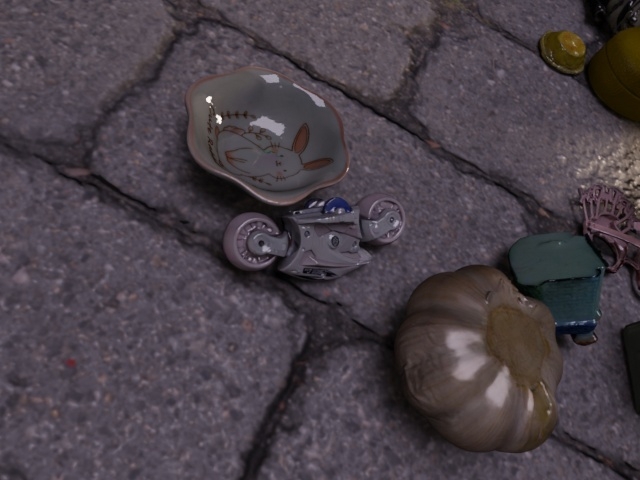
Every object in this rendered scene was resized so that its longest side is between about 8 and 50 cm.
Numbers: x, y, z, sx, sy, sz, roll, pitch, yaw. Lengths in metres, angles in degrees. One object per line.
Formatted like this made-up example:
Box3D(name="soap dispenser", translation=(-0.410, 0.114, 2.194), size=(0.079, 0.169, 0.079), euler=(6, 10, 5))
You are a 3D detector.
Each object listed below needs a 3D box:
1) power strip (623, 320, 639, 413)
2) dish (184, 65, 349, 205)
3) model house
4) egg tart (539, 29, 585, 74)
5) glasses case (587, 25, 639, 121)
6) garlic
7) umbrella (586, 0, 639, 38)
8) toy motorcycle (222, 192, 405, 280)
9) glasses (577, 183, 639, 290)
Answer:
Box3D(name="power strip", translation=(0.585, 0.180, 0.791), size=(0.224, 0.140, 0.139), euler=(5, 66, -7))
Box3D(name="dish", translation=(-0.077, -0.124, 0.731), size=(0.229, 0.081, 0.230), euler=(11, 55, -15))
Box3D(name="model house", translation=(0.336, 0.082, 0.783), size=(0.119, 0.148, 0.149), euler=(-11, 112, 11))
Box3D(name="egg tart", translation=(0.470, -0.366, 1.054), size=(0.105, 0.039, 0.105), euler=(6, 68, -16))
Box3D(name="glasses case", translation=(0.708, -0.323, 1.063), size=(0.371, 0.141, 0.173), euler=(-6, 71, -21))
Box3D(name="garlic", translation=(0.187, 0.145, 0.676), size=(0.227, 0.152, 0.228), euler=(10, 57, -15))
Box3D(name="umbrella", translation=(0.578, -0.555, 1.136), size=(0.106, 0.113, 0.358), euler=(4, 59, -48))
Box3D(name="toy motorcycle", translation=(0.000, 0.000, 0.710), size=(0.254, 0.112, 0.113), euler=(-11, 73, -25))
Box3D(name="glasses", translation=(0.530, -0.008, 0.898), size=(0.255, 0.095, 0.162), euler=(34, 53, -6))
